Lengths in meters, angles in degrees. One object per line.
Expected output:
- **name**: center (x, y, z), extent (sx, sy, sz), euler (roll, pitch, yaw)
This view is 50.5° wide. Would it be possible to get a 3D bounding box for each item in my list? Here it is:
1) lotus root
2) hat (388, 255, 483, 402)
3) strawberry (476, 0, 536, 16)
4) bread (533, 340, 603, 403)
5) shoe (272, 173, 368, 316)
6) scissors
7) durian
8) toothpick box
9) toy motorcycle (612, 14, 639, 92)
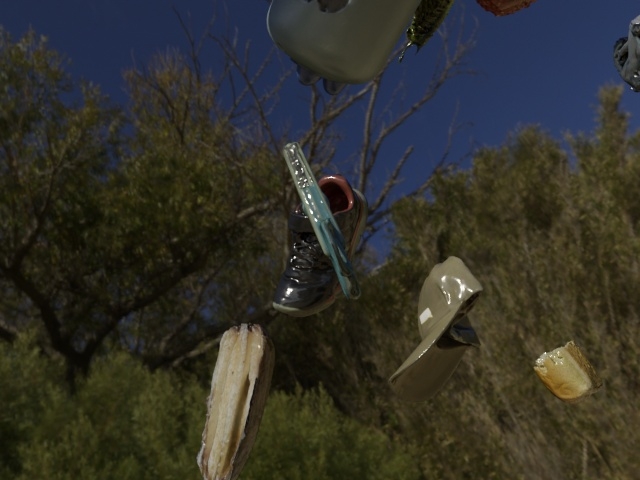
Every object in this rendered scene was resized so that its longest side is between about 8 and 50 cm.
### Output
- **lotus root**: center (-0.155, 0.331, 1.342), extent (0.078, 0.329, 0.167), euler (22, -17, -35)
- **hat**: center (0.149, 0.124, 0.969), extent (0.173, 0.144, 0.166), euler (-24, -39, -8)
- **strawberry**: center (0.453, -0.673, 1.577), extent (0.292, 0.343, 0.292), euler (-5, -44, -5)
- **bread**: center (0.456, 0.247, 1.253), extent (0.082, 0.106, 0.125), euler (-36, -23, 26)
- **shoe**: center (0.000, 0.000, 1.206), extent (0.114, 0.290, 0.137), euler (11, -28, 25)
- **scissors**: center (-0.004, -0.045, 1.022), extent (0.041, 0.289, 0.138), euler (-23, -34, 1)
- **durian**: center (0.260, -0.558, 1.486), extent (0.107, 0.132, 0.375), euler (35, -51, -3)
- **toothpick box**: center (0.060, -0.429, 1.192), extent (0.263, 0.263, 0.354), euler (13, -66, -42)
- **toy motorcycle**: center (0.696, -0.368, 1.390), extent (0.106, 0.270, 0.159), euler (-10, -48, -12)
